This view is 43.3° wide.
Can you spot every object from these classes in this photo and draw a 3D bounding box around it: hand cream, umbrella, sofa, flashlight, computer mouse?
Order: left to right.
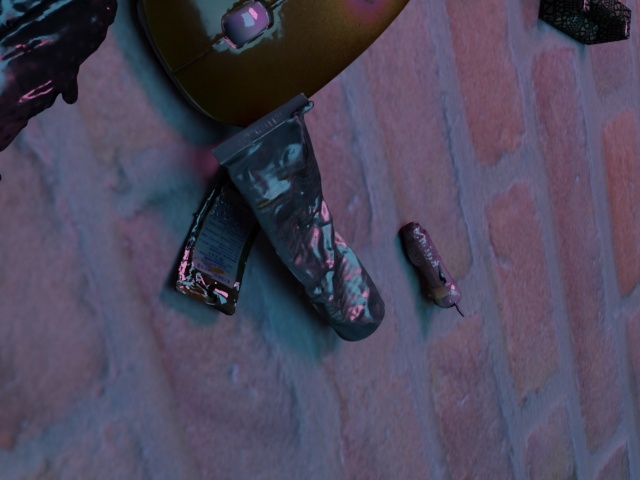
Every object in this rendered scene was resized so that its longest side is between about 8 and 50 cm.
[{"bbox_3d":[-0.217,-0.039,0.433,0.094,0.090,0.326,48,61,-40],"label":"umbrella"},{"bbox_3d":[-0.060,-0.026,0.630,0.062,0.039,0.163,34,76,-43],"label":"hand cream"},{"bbox_3d":[-0.009,-0.221,0.635,0.310,0.072,0.158,-48,123,-29],"label":"computer mouse"},{"bbox_3d":[0.001,0.000,0.642,0.075,0.052,0.247,-54,141,-27],"label":"hand cream"},{"bbox_3d":[0.110,0.030,0.803,0.031,0.052,0.110,-32,114,1],"label":"flashlight"},{"bbox_3d":[0.318,-0.269,0.959,0.118,0.060,0.039,9,84,-44],"label":"sofa"}]
